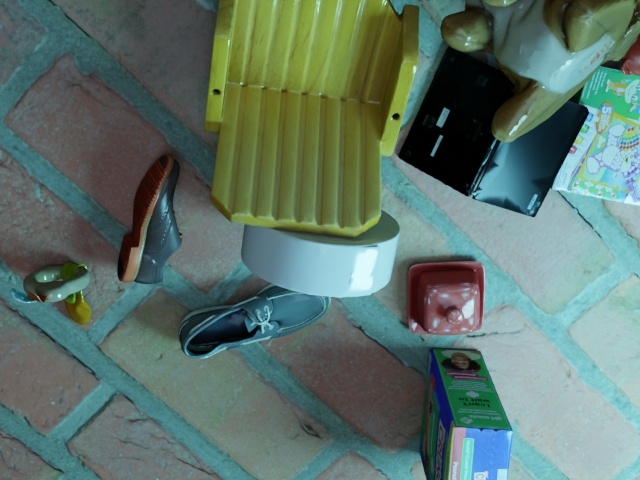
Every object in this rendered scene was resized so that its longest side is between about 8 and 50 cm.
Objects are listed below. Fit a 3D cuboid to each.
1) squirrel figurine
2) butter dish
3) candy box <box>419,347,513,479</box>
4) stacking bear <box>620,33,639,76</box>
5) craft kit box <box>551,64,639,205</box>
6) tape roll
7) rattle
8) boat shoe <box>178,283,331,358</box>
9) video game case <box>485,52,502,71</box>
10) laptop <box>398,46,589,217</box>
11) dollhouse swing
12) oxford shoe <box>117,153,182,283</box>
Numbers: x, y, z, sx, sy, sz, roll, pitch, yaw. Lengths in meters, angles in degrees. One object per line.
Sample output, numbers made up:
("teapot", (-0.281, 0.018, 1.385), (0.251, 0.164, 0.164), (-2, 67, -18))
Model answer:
("squirrel figurine", (0.344, -0.433, 1.453), (0.370, 0.397, 0.281), (48, 148, 19))
("butter dish", (0.260, 0.132, 1.730), (0.159, 0.118, 0.160), (-3, 110, -2))
("candy box", (0.282, 0.404, 1.723), (0.122, 0.317, 0.268), (1, 109, -3))
("stacking bear", (0.618, -0.426, 1.523), (0.175, 0.164, 0.289), (1, 113, -30))
("craft kit box", (0.587, -0.197, 1.663), (0.246, 0.061, 0.250), (9, 109, -9))
("tape roll", (0.000, 0.000, 1.582), (0.286, 0.286, 0.100), (8, 110, -6))
("rattle", (-0.512, 0.127, 1.649), (0.130, 0.200, 0.143), (12, 109, -7))
("boat shoe", (-0.131, 0.167, 1.734), (0.319, 0.099, 0.116), (-15, 109, 3))
("video game case", (0.387, -0.410, 1.593), (0.190, 0.022, 0.173), (-17, 110, 4))
("laptop", (0.325, -0.202, 1.641), (0.264, 0.136, 0.234), (32, 110, 24))
("dollhouse swing", (-0.021, -0.229, 1.466), (0.346, 0.305, 0.315), (8, 132, -7))
("oxford shoe", (-0.310, -0.039, 1.669), (0.098, 0.097, 0.271), (11, 115, -28))
